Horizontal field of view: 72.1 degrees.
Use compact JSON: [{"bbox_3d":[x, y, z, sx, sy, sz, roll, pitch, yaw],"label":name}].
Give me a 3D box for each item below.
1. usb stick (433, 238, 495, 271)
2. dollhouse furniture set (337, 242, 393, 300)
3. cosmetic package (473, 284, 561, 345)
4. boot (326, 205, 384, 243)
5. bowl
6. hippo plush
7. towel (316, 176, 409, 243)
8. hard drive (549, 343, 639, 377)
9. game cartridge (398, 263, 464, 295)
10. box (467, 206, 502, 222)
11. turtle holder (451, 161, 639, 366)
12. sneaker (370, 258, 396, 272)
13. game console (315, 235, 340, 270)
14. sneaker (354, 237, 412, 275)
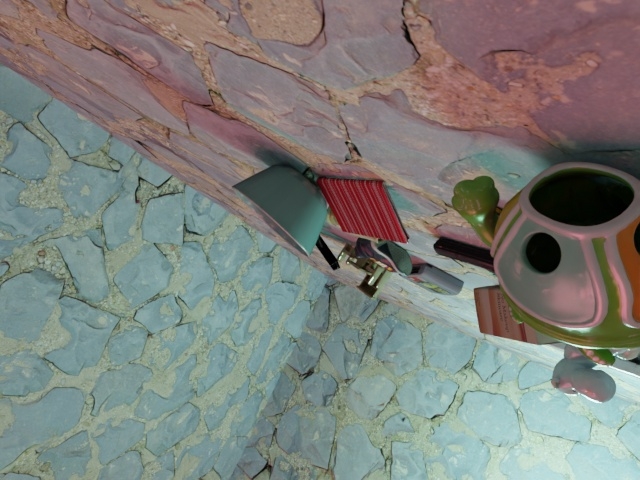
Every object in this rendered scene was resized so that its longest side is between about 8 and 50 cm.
[{"bbox_3d":[0.445,0.053,1.210,0.278,0.045,0.077,19,168,37],"label":"usb stick"},{"bbox_3d":[0.199,0.157,1.989,0.212,0.161,0.242,37,-173,40],"label":"dollhouse furniture set"},{"bbox_3d":[0.571,0.201,1.247,0.129,0.153,0.296,-6,174,-9],"label":"cosmetic package"},{"bbox_3d":[0.120,-0.055,1.429,0.165,0.077,0.213,23,175,28],"label":"boot"},{"bbox_3d":[-0.100,-0.111,1.332,0.311,0.163,0.311,40,174,5],"label":"bowl"},{"bbox_3d":[0.785,0.354,1.341,0.234,0.236,0.294,31,170,-27],"label":"hippo plush"},{"bbox_3d":[0.112,-0.090,1.209,0.275,0.031,0.198,14,141,52],"label":"towel"},{"bbox_3d":[1.027,0.434,1.640,0.233,0.047,0.353,23,175,-43],"label":"hard drive"},{"bbox_3d":[0.455,0.162,1.803,0.196,0.060,0.294,23,172,-6],"label":"game cartridge"},{"bbox_3d":[0.395,-0.030,0.936,0.137,0.027,0.094,26,170,3],"label":"box"},{"bbox_3d":[0.364,-0.008,0.642,0.227,0.243,0.320,54,-164,-39],"label":"turtle holder"},{"bbox_3d":[0.262,0.078,1.804,0.186,0.069,0.084,23,176,15],"label":"sneaker"},{"bbox_3d":[0.000,0.000,1.934,0.213,0.044,0.361,55,176,23],"label":"game console"},{"bbox_3d":[0.230,0.055,1.660,0.226,0.086,0.163,41,155,-24],"label":"sneaker"}]
